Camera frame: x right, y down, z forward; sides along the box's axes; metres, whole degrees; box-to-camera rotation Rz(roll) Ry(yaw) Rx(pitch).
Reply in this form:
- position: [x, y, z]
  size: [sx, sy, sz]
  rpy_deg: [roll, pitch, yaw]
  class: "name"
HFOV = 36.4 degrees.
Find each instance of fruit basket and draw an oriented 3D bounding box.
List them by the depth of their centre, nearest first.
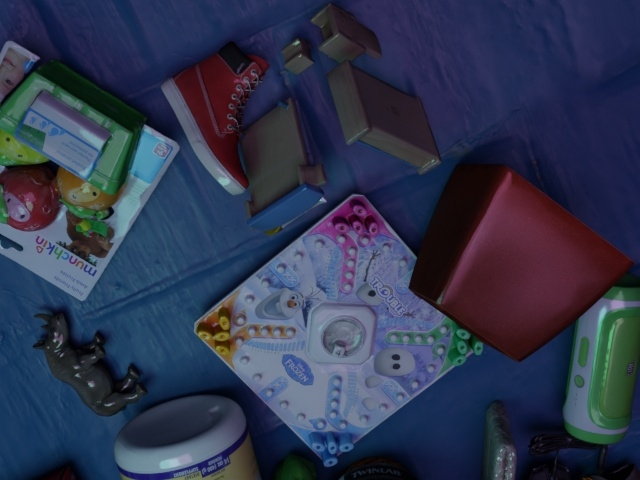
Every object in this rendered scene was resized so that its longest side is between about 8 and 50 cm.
- position: [-0.462, -0.105, 1.638]
  size: [0.327, 0.165, 0.353]
  rpy_deg: [33, 105, -9]
  class: "fruit basket"

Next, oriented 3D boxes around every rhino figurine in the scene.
- position: [-0.433, 0.223, 1.769]
  size: [0.106, 0.073, 0.243]
  rpy_deg: [-42, 100, 6]
  class: "rhino figurine"

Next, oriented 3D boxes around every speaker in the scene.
- position: [0.514, 0.210, 1.757]
  size: [0.131, 0.131, 0.296]
  rpy_deg: [3, 105, -2]
  class: "speaker"

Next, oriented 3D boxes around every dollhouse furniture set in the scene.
- position: [0.002, -0.179, 1.665]
  size: [0.303, 0.286, 0.198]
  rpy_deg: [-32, 148, 31]
  class: "dollhouse furniture set"

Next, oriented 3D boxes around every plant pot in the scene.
- position: [0.298, 0.044, 1.612]
  size: [0.267, 0.267, 0.235]
  rpy_deg: [36, 88, -10]
  class: "plant pot"

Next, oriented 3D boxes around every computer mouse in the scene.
- position: [0.457, 0.467, 1.865]
  size: [0.184, 0.060, 0.262]
  rpy_deg: [-7, 111, -20]
  class: "computer mouse"

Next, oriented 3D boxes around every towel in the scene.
- position: [0.326, 0.461, 1.788]
  size: [0.049, 0.187, 0.282]
  rpy_deg: [2, 105, 2]
  class: "towel"

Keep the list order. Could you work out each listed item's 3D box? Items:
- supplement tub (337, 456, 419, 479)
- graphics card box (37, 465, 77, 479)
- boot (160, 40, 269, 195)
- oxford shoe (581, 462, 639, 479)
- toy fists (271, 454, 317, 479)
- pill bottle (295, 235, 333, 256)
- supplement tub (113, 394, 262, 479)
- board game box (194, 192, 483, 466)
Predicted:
- position: [0.108, 0.532, 1.723]
  size: [0.207, 0.338, 0.207]
  rpy_deg: [0, 104, -1]
  class: "supplement tub"
- position: [-0.490, 0.631, 1.817]
  size: [0.233, 0.094, 0.371]
  rpy_deg: [-27, 101, 3]
  class: "graphics card box"
- position: [-0.139, -0.210, 1.618]
  size: [0.176, 0.088, 0.244]
  rpy_deg: [-30, 73, 4]
  class: "boot"
- position: [0.484, 0.485, 1.807]
  size: [0.271, 0.097, 0.098]
  rpy_deg: [-12, 95, -25]
  class: "oxford shoe"
- position: [-0.045, 0.541, 1.827]
  size: [0.096, 0.142, 0.279]
  rpy_deg: [-5, 106, -17]
  class: "toy fists"
- position: [0.000, 0.000, 1.734]
  size: [0.083, 0.043, 0.043]
  rpy_deg: [-24, 104, 5]
  class: "pill bottle"
- position: [-0.218, 0.472, 1.751]
  size: [0.241, 0.241, 0.331]
  rpy_deg: [-13, 104, 2]
  class: "supplement tub"
- position: [0.040, 0.175, 1.752]
  size: [0.390, 0.050, 0.390]
  rpy_deg: [-39, 109, 9]
  class: "board game box"
